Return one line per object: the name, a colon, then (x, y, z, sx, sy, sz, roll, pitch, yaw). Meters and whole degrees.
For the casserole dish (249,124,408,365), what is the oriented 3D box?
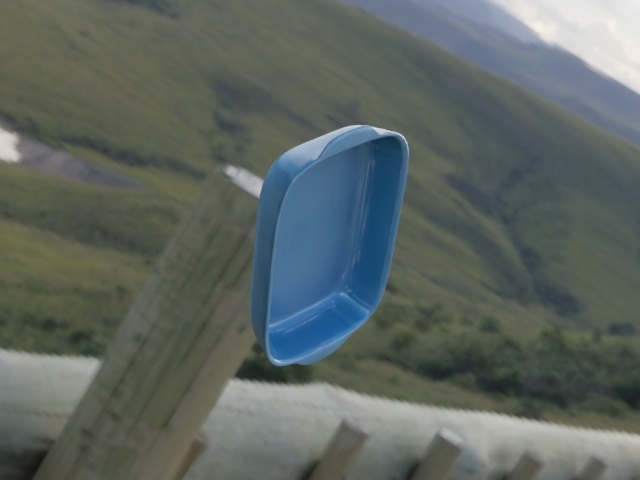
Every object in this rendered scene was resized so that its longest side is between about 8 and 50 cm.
casserole dish: (0.000, 0.000, 0.844, 0.114, 0.188, 0.037, -25, 48, -35)
